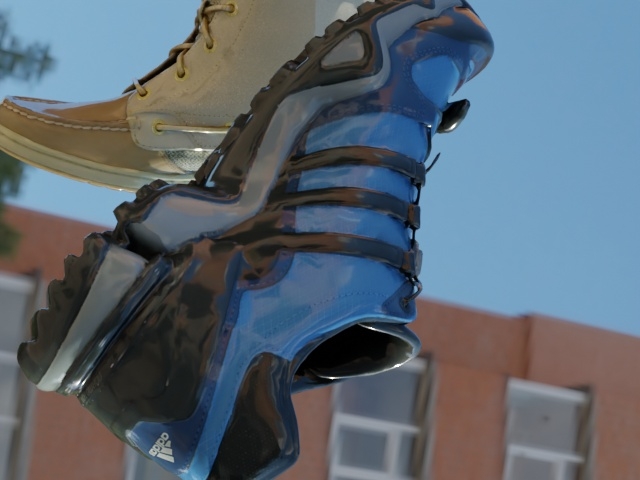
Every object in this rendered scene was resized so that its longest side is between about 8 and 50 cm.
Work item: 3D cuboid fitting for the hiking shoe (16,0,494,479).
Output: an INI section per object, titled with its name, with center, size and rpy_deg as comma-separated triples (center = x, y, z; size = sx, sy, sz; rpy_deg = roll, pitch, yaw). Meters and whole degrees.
[hiking shoe]
center = 0.000, 0.000, 0.831
size = 0.304, 0.132, 0.113
rpy_deg = -45, 178, -35

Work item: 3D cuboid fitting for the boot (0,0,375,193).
[boot]
center = -0.065, -0.108, 0.998
size = 0.077, 0.213, 0.165
rpy_deg = -124, -138, -67
